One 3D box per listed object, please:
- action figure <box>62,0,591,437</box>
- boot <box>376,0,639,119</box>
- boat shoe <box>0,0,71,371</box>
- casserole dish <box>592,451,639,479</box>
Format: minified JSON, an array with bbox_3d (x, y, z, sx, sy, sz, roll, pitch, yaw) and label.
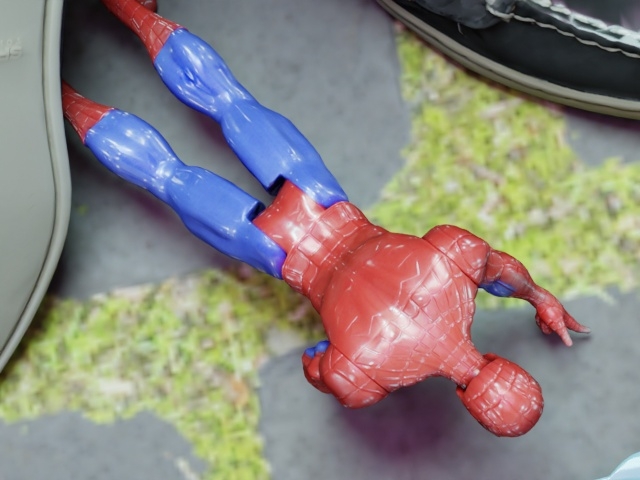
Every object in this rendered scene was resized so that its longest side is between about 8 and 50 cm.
[{"bbox_3d":[0.000,0.000,0.696,0.091,0.139,0.280,-50,55,1],"label":"action figure"},{"bbox_3d":[0.040,-0.182,0.611,0.377,0.284,0.138,32,86,13],"label":"boot"},{"bbox_3d":[-0.162,-0.067,0.675,0.095,0.112,0.335,46,130,44],"label":"boat shoe"},{"bbox_3d":[0.144,0.178,0.662,0.114,0.037,0.188,-2,81,7],"label":"casserole dish"}]
